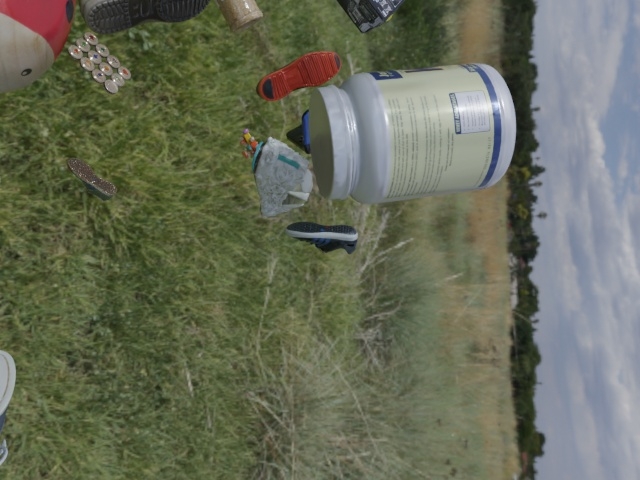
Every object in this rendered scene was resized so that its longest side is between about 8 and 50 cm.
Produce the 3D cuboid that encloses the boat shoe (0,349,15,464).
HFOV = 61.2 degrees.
[{"bbox_3d":[-0.375,0.220,0.550,0.254,0.095,0.079,-113,-147,-52],"label":"boat shoe"}]

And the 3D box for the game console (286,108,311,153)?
[{"bbox_3d":[0.039,-0.413,1.675,0.250,0.293,0.173,44,-21,51],"label":"game console"}]

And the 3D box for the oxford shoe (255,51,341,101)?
[{"bbox_3d":[-0.069,-0.493,1.601,0.098,0.271,0.096,37,-33,62],"label":"oxford shoe"}]

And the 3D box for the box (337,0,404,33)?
[{"bbox_3d":[0.060,-0.518,0.810,0.307,0.076,0.242,45,78,-22],"label":"box"}]

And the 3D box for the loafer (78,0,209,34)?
[{"bbox_3d":[-0.316,-0.455,0.984,0.269,0.102,0.092,-30,75,-36],"label":"loafer"}]

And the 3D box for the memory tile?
[{"bbox_3d":[-0.556,-0.449,1.367,0.148,0.012,0.113,47,40,-27],"label":"memory tile"}]

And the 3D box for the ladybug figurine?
[{"bbox_3d":[-0.597,-0.510,1.040,0.305,0.162,0.449,22,68,-64],"label":"ladybug figurine"}]

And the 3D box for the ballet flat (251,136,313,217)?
[{"bbox_3d":[-0.088,-0.129,1.305,0.409,0.147,0.146,119,-32,-83],"label":"ballet flat"}]

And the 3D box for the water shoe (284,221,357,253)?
[{"bbox_3d":[0.000,0.000,1.492,0.073,0.203,0.080,-71,164,-60],"label":"water shoe"}]

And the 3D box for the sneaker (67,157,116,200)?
[{"bbox_3d":[-0.842,-0.211,1.968,0.192,0.086,0.064,38,47,-16],"label":"sneaker"}]

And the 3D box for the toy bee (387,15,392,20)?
[{"bbox_3d":[0.122,-0.688,1.440,0.195,0.162,0.298,60,12,1],"label":"toy bee"}]

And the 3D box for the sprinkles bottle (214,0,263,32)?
[{"bbox_3d":[-0.316,-0.842,1.699,0.355,0.121,0.121,61,25,-14],"label":"sprinkles bottle"}]

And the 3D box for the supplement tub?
[{"bbox_3d":[0.156,-0.192,0.990,0.235,0.325,0.235,172,-90,-79],"label":"supplement tub"}]

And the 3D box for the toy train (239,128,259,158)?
[{"bbox_3d":[-0.207,-0.267,1.647,0.125,0.046,0.166,56,-9,11],"label":"toy train"}]
